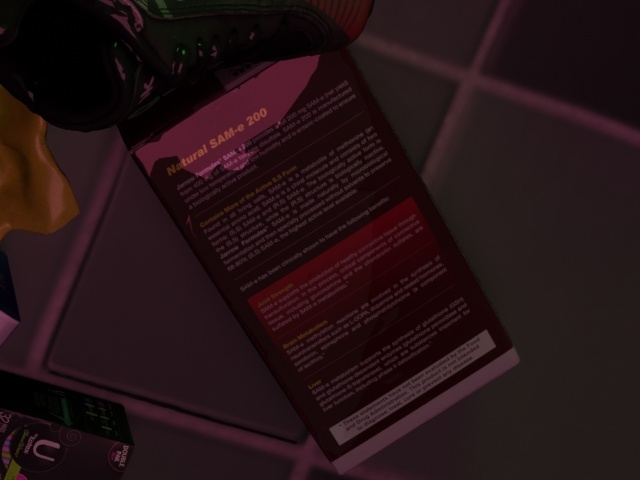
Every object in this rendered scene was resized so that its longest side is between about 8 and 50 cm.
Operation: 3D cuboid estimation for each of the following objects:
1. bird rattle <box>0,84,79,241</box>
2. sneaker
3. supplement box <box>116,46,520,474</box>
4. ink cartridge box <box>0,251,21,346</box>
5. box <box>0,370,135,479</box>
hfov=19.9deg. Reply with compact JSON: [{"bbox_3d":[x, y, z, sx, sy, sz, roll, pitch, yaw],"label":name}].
[{"bbox_3d":[-0.207,-0.099,0.865,0.207,0.143,0.254,-37,139,-46],"label":"bird rattle"},{"bbox_3d":[-0.078,-0.107,0.842,0.276,0.135,0.097,8,154,-44],"label":"sneaker"},{"bbox_3d":[0.000,0.000,1.029,0.130,0.073,0.239,-31,116,-3],"label":"supplement box"},{"bbox_3d":[-0.247,0.092,0.990,0.046,0.097,0.207,37,98,-24],"label":"ink cartridge box"},{"bbox_3d":[-0.158,0.121,1.049,0.083,0.052,0.062,19,107,-21],"label":"box"}]
